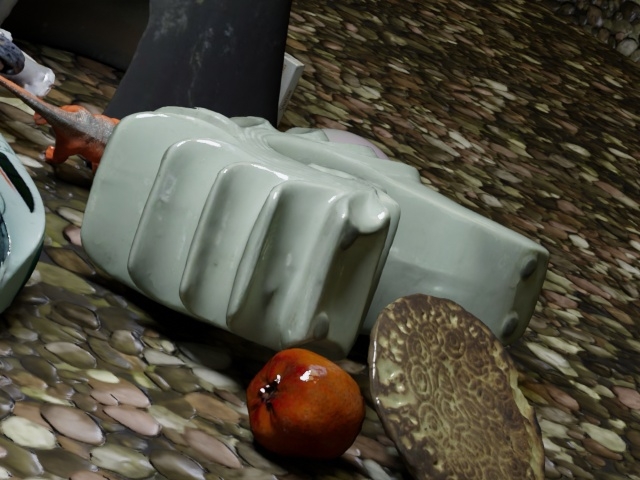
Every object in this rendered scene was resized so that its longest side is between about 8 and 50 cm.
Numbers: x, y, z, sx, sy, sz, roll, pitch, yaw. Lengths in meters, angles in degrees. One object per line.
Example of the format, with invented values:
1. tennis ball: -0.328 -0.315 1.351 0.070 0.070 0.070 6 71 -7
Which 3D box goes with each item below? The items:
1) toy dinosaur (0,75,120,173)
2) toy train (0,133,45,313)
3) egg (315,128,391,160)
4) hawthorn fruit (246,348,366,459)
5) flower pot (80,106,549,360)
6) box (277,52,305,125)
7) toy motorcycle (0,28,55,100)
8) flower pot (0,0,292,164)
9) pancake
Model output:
1. toy dinosaur: -0.220 -0.098 1.774 0.280 0.055 0.101 22 -14 -34
2. toy train: -0.287 -0.052 1.581 0.088 0.086 0.407 20 18 -36
3. egg: 0.021 -0.053 1.951 0.135 0.103 0.103 31 18 9
4. hawthorn fruit: -0.005 0.124 1.464 0.093 0.081 0.081 23 15 -38
5. flower pot: 0.000 0.000 1.654 0.254 0.164 0.367 24 12 36
6. box: -0.101 -0.194 2.211 0.167 0.090 0.024 33 20 24
7. toy motorcycle: -0.345 -0.177 1.822 0.229 0.074 0.151 17 -18 24
8. flower pot: -0.164 -0.234 1.994 0.379 0.251 0.379 22 16 -7
9. pancake: 0.106 0.128 1.532 0.199 0.021 0.199 30 44 -35
